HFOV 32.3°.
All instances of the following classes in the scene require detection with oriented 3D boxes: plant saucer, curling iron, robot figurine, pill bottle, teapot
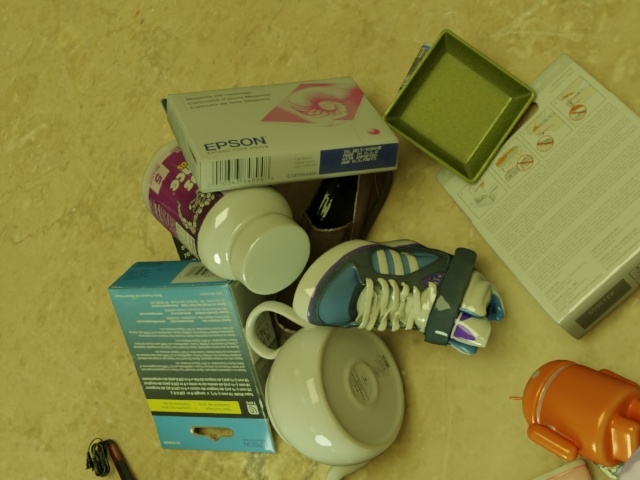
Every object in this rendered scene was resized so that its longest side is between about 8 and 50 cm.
[{"bbox_3d":[0.226,-0.219,1.826,0.188,0.045,0.188,35,90,-2],"label":"plant saucer"},{"bbox_3d":[-0.342,0.468,1.989,0.068,0.035,0.274,-48,63,13],"label":"curling iron"},{"bbox_3d":[0.388,0.252,1.624,0.219,0.128,0.158,21,80,47],"label":"robot figurine"},{"bbox_3d":[0.180,-0.263,1.886,0.078,0.078,0.137,28,91,28],"label":"pill bottle"},{"bbox_3d":[-0.151,-0.040,1.782,0.301,0.169,0.169,39,96,42],"label":"pill bottle"},{"bbox_3d":[-0.002,0.248,1.777,0.187,0.253,0.255,-22,54,38],"label":"teapot"}]

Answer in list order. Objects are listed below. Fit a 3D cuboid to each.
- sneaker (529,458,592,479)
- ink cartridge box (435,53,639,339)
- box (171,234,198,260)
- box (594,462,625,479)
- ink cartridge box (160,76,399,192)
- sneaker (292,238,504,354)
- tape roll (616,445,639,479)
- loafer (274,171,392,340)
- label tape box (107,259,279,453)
[{"bbox_3d":[0.353,0.388,1.668,0.134,0.051,0.070,-28,63,13],"label":"sneaker"},{"bbox_3d":[0.400,-0.079,1.758,0.308,0.091,0.385,-44,47,11],"label":"ink cartridge box"},{"bbox_3d":[-0.183,-0.035,1.989,0.153,0.108,0.207,-28,67,18],"label":"box"},{"bbox_3d":[0.486,0.312,1.636,0.094,0.027,0.137,43,98,26],"label":"box"},{"bbox_3d":[-0.078,-0.201,1.823,0.324,0.071,0.330,-8,36,-17],"label":"ink cartridge box"},{"bbox_3d":[0.143,0.097,1.692,0.236,0.323,0.130,30,117,34],"label":"sneaker"},{"bbox_3d":[0.521,0.370,1.430,0.275,0.090,0.274,-7,75,26],"label":"tape roll"},{"bbox_3d":[0.000,0.000,1.881,0.134,0.130,0.365,17,86,28],"label":"loafer"},{"bbox_3d":[-0.200,0.200,1.921,0.241,0.106,0.333,-2,116,25],"label":"label tape box"}]
